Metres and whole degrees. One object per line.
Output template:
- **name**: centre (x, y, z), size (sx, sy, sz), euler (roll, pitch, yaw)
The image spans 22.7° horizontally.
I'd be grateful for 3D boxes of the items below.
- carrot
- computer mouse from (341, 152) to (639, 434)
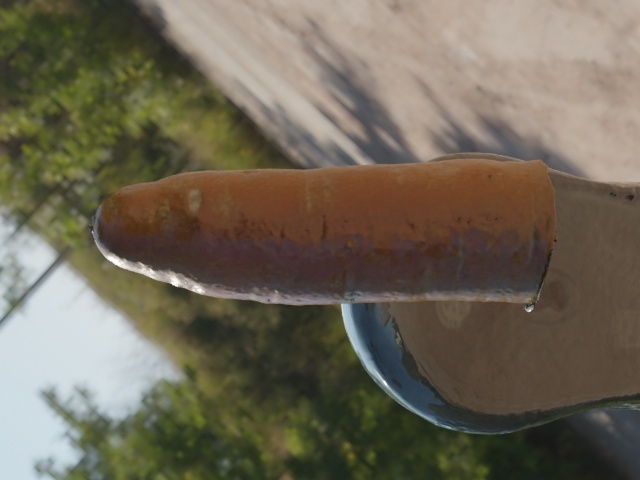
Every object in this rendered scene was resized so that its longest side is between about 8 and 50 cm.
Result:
- **carrot**: centre (0.000, 0.000, 0.484), size (0.139, 0.048, 0.048), euler (-2, -178, -6)
- **computer mouse**: centre (0.141, 0.038, 1.138), size (0.371, 0.188, 0.122), euler (2, 177, -40)
